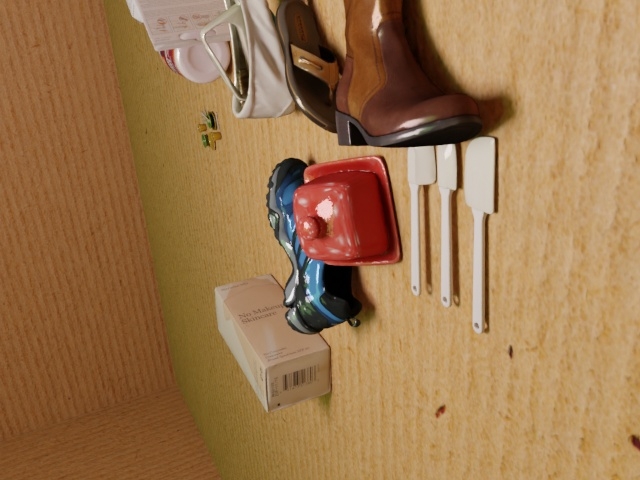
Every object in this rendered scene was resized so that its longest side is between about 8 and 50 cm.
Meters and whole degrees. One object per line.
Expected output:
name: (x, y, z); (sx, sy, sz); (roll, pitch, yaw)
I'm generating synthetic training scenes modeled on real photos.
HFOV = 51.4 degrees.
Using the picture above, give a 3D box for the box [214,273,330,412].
box: (-0.109, 0.207, 1.416); (0.311, 0.148, 0.121); (43, 141, 51)

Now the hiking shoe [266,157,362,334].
hiking shoe: (0.000, 0.000, 1.111); (0.132, 0.113, 0.304); (-17, 80, 38)

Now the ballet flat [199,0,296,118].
ballet flat: (-0.133, -0.367, 1.032); (0.139, 0.139, 0.400); (43, 152, 53)

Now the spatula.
spatula: (0.152, -0.020, 0.802); (0.168, 0.019, 0.242); (30, 131, 54)

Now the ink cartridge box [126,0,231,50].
ink cartridge box: (-0.275, -0.458, 1.326); (0.232, 0.189, 0.066); (67, 157, 19)

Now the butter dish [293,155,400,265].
butter dish: (0.016, -0.029, 0.947); (0.160, 0.118, 0.160); (-2, 104, 43)

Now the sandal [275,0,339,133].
sandal: (-0.005, -0.262, 0.969); (0.060, 0.090, 0.219); (-26, 72, 46)

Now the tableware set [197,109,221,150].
tableware set: (-0.287, -0.278, 1.696); (0.154, 0.024, 0.104); (25, 127, 62)

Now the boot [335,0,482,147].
boot: (0.090, -0.246, 0.745); (0.264, 0.096, 0.280); (-151, 59, -71)

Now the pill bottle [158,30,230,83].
pill bottle: (-0.289, -0.423, 1.475); (0.221, 0.121, 0.121); (38, 138, 56)
